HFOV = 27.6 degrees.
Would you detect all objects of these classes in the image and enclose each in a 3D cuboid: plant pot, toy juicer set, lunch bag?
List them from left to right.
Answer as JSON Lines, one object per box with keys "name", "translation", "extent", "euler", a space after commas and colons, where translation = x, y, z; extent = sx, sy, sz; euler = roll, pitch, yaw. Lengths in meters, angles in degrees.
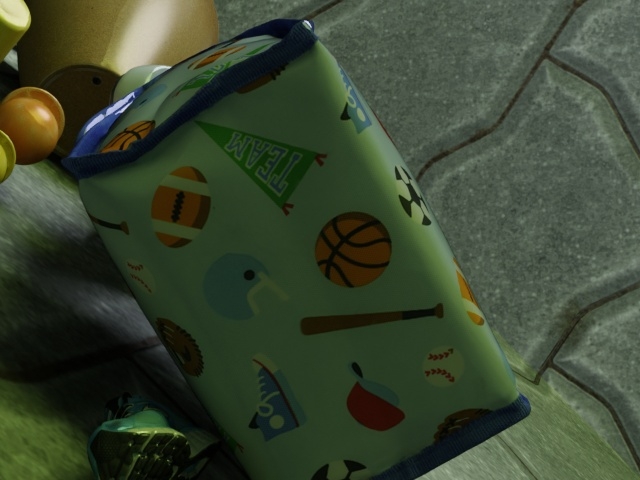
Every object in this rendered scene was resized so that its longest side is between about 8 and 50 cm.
{"name": "toy juicer set", "translation": [-0.349, -0.123, 1.074], "extent": [0.329, 0.089, 0.209], "euler": [-6, 68, -59]}
{"name": "plant pot", "translation": [-0.239, -0.193, 1.453], "extent": [0.237, 0.237, 0.254], "euler": [40, 22, -21]}
{"name": "lunch bag", "translation": [-0.036, 0.005, 1.043], "extent": [0.328, 0.239, 0.385], "euler": [62, 2, -14]}

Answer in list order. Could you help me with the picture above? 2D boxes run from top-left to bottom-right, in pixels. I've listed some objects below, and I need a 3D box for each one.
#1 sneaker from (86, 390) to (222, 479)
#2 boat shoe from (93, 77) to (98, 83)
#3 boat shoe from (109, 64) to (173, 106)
{"name": "sneaker", "translation": [-0.127, 0.139, 0.882], "extent": [0.073, 0.063, 0.162], "euler": [35, -2, 15]}
{"name": "boat shoe", "translation": [-0.318, -0.238, 1.726], "extent": [0.076, 0.080, 0.228], "euler": [46, 2, 29]}
{"name": "boat shoe", "translation": [-0.152, -0.051, 1.330], "extent": [0.156, 0.136, 0.367], "euler": [2, -25, 25]}
